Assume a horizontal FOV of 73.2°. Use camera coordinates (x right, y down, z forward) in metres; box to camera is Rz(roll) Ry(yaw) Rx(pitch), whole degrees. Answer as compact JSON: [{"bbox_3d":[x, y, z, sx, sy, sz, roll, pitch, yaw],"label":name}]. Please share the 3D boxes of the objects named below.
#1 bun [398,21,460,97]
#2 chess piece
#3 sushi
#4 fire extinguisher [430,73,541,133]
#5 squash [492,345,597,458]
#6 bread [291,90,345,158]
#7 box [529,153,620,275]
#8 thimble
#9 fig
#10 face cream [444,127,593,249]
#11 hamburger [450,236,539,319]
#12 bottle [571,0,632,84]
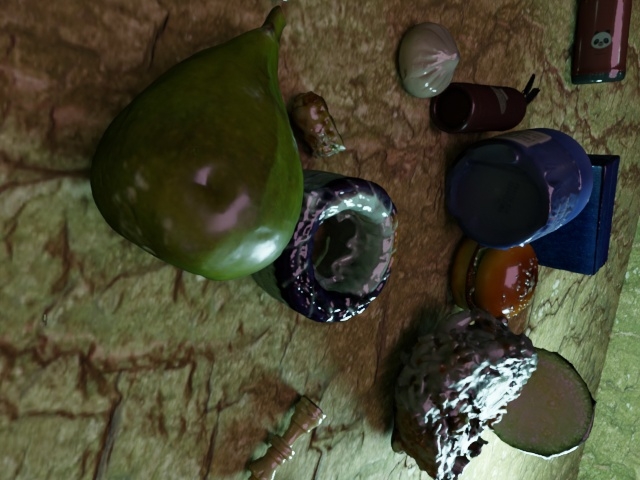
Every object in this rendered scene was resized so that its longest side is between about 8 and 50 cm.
[{"bbox_3d":[0.219,-0.342,0.815,0.138,0.094,0.138,-12,107,-44],"label":"bun"},{"bbox_3d":[-0.064,0.358,0.754,0.172,0.060,0.060,-46,128,-22],"label":"chess piece"},{"bbox_3d":[0.340,0.352,1.013,0.417,0.176,0.417,-16,122,-28],"label":"sushi"},{"bbox_3d":[0.394,-0.311,0.966,0.344,0.102,0.138,-15,138,-39],"label":"fire extinguisher"},{"bbox_3d":[0.667,0.514,1.355,0.310,0.310,0.309,-61,147,-13],"label":"squash"},{"bbox_3d":[-0.006,-0.178,0.668,0.066,0.060,0.110,-60,135,-35],"label":"bread"},{"bbox_3d":[0.591,-0.080,1.110,0.116,0.261,0.279,-26,118,-35],"label":"box"},{"bbox_3d":[0.000,0.000,0.657,0.237,0.150,0.237,-12,109,-39],"label":"thimble"},{"bbox_3d":[-0.095,-0.096,0.495,0.314,0.233,0.233,-47,128,-30],"label":"fig"},{"bbox_3d":[0.438,-0.118,0.970,0.225,0.249,0.249,-19,113,-35],"label":"face cream"},{"bbox_3d":[0.453,0.092,1.090,0.246,0.170,0.246,-10,105,-39],"label":"hamburger"},{"bbox_3d":[0.848,-0.648,1.288,0.144,0.144,0.336,-19,113,-39],"label":"bottle"}]
